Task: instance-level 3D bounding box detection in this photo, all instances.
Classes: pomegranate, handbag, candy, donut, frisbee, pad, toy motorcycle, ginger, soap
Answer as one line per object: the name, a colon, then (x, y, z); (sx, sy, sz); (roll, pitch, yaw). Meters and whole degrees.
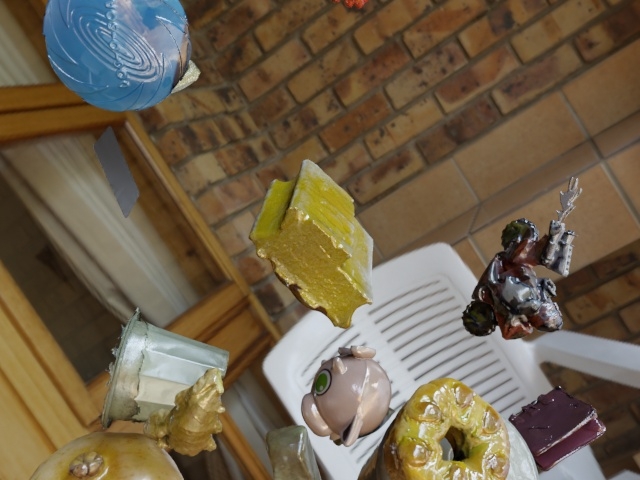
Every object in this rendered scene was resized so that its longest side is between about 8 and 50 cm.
pomegranate: (-0.505, 0.635, 1.574); (0.411, 0.411, 0.411); (-33, 3, 2)
handbag: (0.574, 0.468, 1.686); (0.203, 0.074, 0.216); (-31, 10, -8)
candy: (-0.059, 0.551, 1.589); (0.104, 0.234, 0.102); (-12, 24, 5)
donut: (0.216, 0.353, 1.143); (0.226, 0.226, 0.114); (-36, -10, -37)
frisbee: (-0.337, -0.332, 1.115); (0.242, 0.242, 0.045); (-33, 23, 6)
pad: (-0.393, -0.133, 1.306); (0.003, 0.157, 0.112); (-12, 30, 9)
toy motorcycle: (0.463, 0.055, 1.449); (0.134, 0.207, 0.401); (13, -76, -51)
ginger: (-0.223, 0.318, 1.184); (0.205, 0.115, 0.081); (-42, -17, 27)
soap: (0.000, 0.000, 1.306); (0.143, 0.259, 0.281); (-37, 19, 17)

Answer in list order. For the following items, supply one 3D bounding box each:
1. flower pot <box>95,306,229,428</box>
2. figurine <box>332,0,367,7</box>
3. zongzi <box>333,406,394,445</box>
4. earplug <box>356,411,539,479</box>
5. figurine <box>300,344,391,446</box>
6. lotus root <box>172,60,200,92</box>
flower pot: (-0.361, 0.328, 1.588); (0.290, 0.259, 0.290); (-164, 90, -83)
figurine: (-0.007, -0.301, 0.535); (0.110, 0.138, 0.245); (-38, 42, 32)
zongzi: (0.123, 0.335, 1.363); (0.184, 0.084, 0.187); (-6, -30, -34)
earplug: (0.222, 0.525, 1.377); (0.312, 0.312, 0.394); (-35, -19, -27)
figurine: (0.037, 0.214, 0.937); (0.125, 0.125, 0.138); (157, 130, -71)
lotus root: (-0.352, -0.366, 1.428); (0.070, 0.143, 0.144); (-9, 34, 46)
